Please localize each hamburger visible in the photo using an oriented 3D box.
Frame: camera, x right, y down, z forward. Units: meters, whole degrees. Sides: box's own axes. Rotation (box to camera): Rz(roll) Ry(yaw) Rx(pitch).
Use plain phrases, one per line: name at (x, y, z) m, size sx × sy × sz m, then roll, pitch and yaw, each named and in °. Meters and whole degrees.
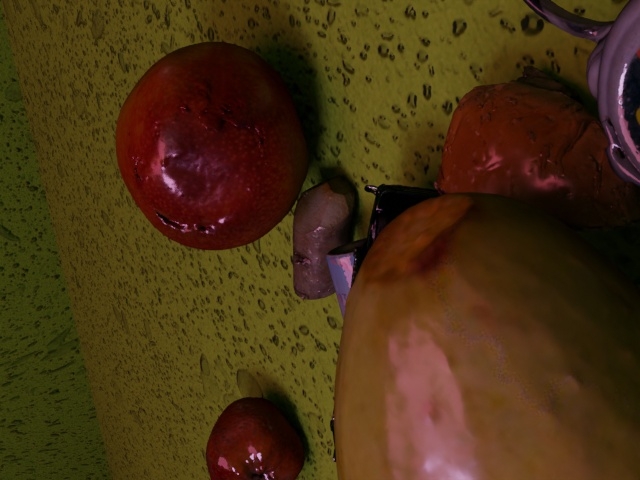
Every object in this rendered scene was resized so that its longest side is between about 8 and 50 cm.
hamburger at (0.143, -0.067, 0.515) m, size 0.176 × 0.087 × 0.102 m, roll 24°, pitch 128°, yaw 55°

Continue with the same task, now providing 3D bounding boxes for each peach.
peach at (-0.118, -0.105, 0.802) m, size 0.231 × 0.231 × 0.231 m, roll 37°, pitch 137°, yaw 44°

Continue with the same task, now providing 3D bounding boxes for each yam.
yam at (0.000, 0.000, 0.813) m, size 0.070 × 0.070 × 0.146 m, roll 42°, pitch 141°, yaw 40°

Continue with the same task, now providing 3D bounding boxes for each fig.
fig at (0.128, 0.122, 0.468) m, size 0.258 × 0.258 × 0.326 m, roll 17°, pitch 134°, yaw 55°

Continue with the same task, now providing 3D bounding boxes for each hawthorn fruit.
hawthorn fruit at (-0.111, 0.316, 1.138) m, size 0.203 × 0.163 × 0.162 m, roll -127°, pitch 29°, yaw -61°

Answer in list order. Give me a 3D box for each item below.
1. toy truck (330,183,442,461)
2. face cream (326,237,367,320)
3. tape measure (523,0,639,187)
toy truck at (0.067, 0.078, 0.654) m, size 0.121 × 0.088 × 0.259 m, roll -95°, pitch 13°, yaw -81°
face cream at (0.071, 0.113, 0.759) m, size 0.075 × 0.075 × 0.229 m, roll -3°, pitch 106°, yaw 60°
tape measure at (0.183, -0.150, 0.396) m, size 0.164 × 0.084 × 0.330 m, roll -36°, pitch 78°, yaw 58°
